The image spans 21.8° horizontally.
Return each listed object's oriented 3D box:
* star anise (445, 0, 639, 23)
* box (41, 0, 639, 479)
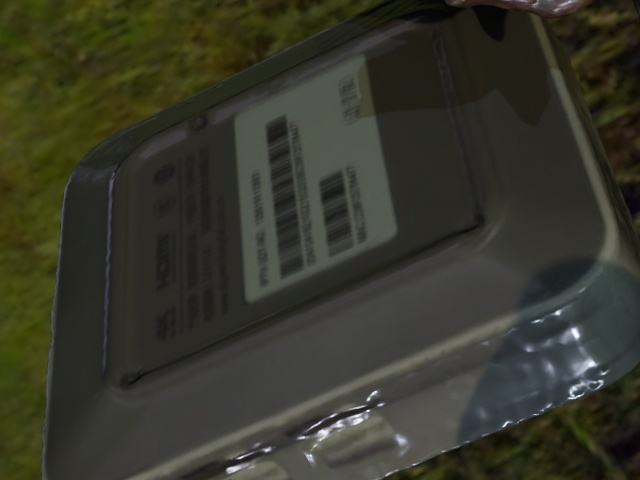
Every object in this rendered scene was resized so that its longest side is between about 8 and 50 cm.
[{"bbox_3d":[0.163,-0.201,0.838,0.099,0.214,0.220,97,-173,-58],"label":"star anise"},{"bbox_3d":[0.000,0.000,1.125,0.111,0.397,0.396,57,-166,-34],"label":"box"}]
